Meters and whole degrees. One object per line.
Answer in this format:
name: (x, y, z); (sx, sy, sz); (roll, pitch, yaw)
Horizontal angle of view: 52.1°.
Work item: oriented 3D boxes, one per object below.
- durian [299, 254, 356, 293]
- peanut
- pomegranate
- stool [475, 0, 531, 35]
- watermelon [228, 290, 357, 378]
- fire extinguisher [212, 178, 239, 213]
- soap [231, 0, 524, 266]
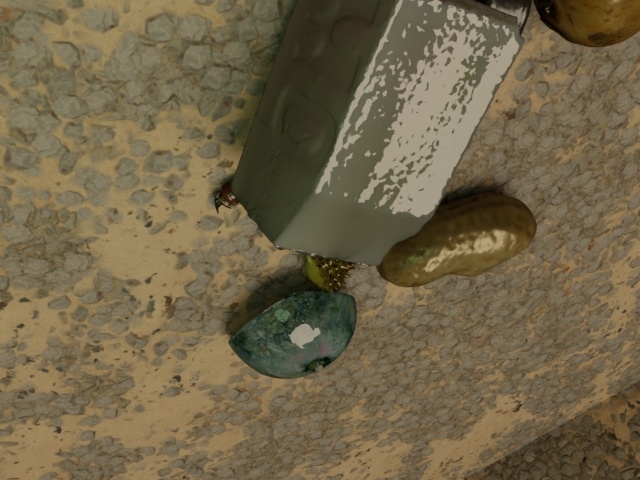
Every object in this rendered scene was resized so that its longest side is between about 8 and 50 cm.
durian: (0.000, 0.000, 1.412); (0.172, 0.167, 0.306); (-63, 152, -14)
peanut: (0.311, 0.003, 1.525); (0.387, 0.169, 0.192); (-15, 141, -5)
pomegranate: (0.468, -0.455, 1.084); (0.261, 0.260, 0.260); (-13, 136, -13)
stool: (0.270, -0.427, 1.112); (0.139, 0.227, 0.153); (3, 177, -10)
watermelon: (-0.060, 0.235, 1.535); (0.322, 0.175, 0.188); (-33, 167, 9)
fire extinguisher: (-0.140, -0.110, 1.291); (0.177, 0.050, 0.062); (-30, 144, 7)
soap: (0.052, -0.196, 1.029); (0.213, 0.350, 0.435); (11, 113, -31)
